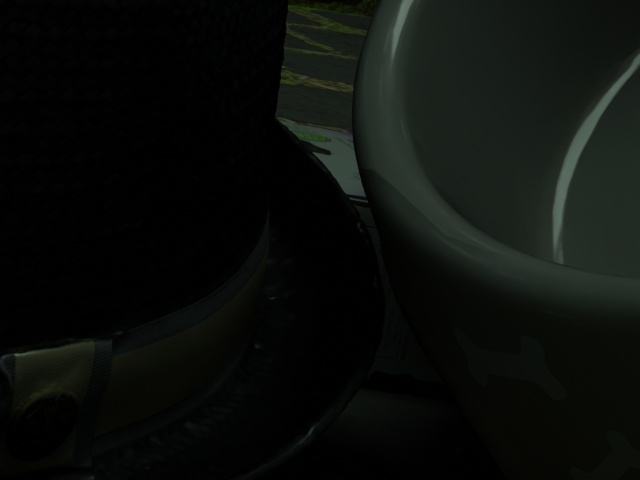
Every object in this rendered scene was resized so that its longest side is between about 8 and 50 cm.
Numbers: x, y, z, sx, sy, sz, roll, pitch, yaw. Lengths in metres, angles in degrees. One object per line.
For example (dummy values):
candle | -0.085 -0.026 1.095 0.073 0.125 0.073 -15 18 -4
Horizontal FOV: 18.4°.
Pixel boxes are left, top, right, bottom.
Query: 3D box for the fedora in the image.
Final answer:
fedora | -0.126 -0.057 0.541 0.334 0.152 0.334 14 28 -8

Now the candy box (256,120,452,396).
candy box | 0.000 0.000 0.776 0.196 0.070 0.165 10 11 -5

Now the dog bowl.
dog bowl | 0.165 -0.058 0.570 0.349 0.349 0.102 24 -26 51
